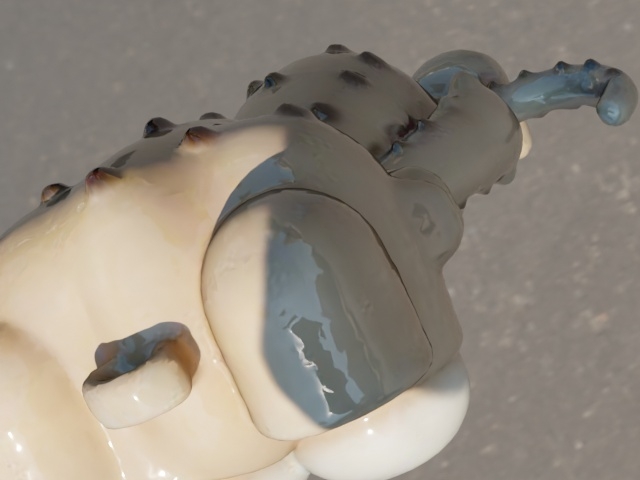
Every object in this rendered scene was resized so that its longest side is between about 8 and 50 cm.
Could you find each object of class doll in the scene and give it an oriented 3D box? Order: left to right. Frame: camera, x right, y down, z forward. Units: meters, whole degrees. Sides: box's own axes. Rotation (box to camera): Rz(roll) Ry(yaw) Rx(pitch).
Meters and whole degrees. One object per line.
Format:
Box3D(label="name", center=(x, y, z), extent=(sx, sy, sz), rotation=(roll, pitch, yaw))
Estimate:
Box3D(label="doll", center=(-0.002, 0.000, 0.569), extent=(0.154, 0.278, 0.119), rotation=(-19, 102, 33))
